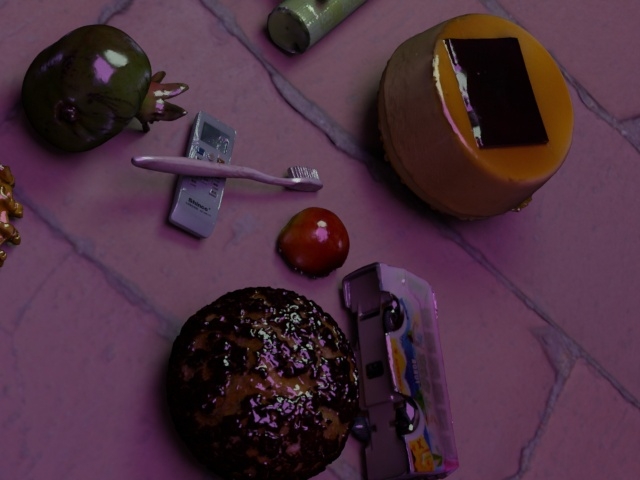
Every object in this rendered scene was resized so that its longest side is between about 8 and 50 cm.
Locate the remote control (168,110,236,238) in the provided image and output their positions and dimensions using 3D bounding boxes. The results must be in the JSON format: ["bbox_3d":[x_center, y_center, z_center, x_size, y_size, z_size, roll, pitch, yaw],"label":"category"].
[{"bbox_3d":[-0.149,-0.082,1.524,0.061,0.029,0.162,31,53,-30],"label":"remote control"}]

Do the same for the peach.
[{"bbox_3d":[-0.001,-0.001,1.569,0.098,0.061,0.098,17,56,-27],"label":"peach"}]

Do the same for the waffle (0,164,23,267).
[{"bbox_3d":[-0.432,-0.051,1.312,0.229,0.051,0.231,-30,91,-41],"label":"waffle"}]

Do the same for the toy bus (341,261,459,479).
[{"bbox_3d":[0.098,0.170,1.552,0.112,0.090,0.274,9,67,-38],"label":"toy bus"}]

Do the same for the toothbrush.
[{"bbox_3d":[-0.110,-0.089,1.522,0.307,0.025,0.029,4,62,-44],"label":"toothbrush"}]

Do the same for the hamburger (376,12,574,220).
[{"bbox_3d":[0.212,-0.168,1.704,0.300,0.176,0.300,12,67,-30],"label":"hamburger"}]

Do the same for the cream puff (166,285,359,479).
[{"bbox_3d":[-0.057,0.166,1.401,0.239,0.165,0.239,13,63,-27],"label":"cream puff"}]

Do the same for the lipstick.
[{"bbox_3d":[0.038,-0.361,1.730,0.076,0.076,0.304,51,52,-6],"label":"lipstick"}]

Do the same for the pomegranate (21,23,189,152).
[{"bbox_3d":[-0.249,-0.170,1.429,0.191,0.152,0.131,14,56,-52],"label":"pomegranate"}]
